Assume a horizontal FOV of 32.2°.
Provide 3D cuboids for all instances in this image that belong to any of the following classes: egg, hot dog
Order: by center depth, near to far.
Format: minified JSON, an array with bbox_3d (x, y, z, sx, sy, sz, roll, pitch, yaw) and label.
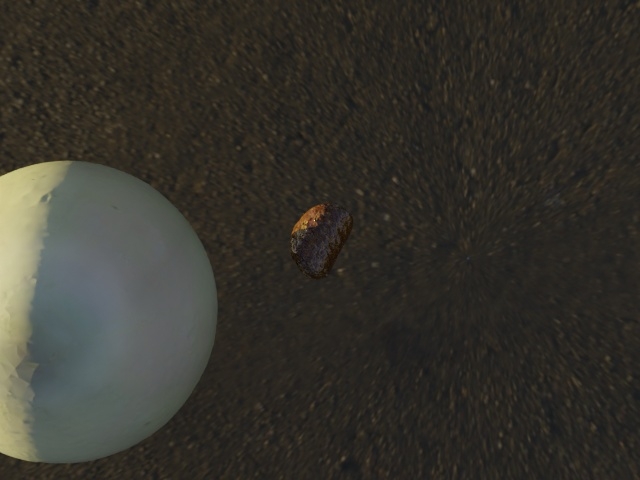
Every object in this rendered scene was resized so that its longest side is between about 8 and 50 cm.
[{"bbox_3d":[-0.232,0.067,1.026,0.283,0.345,0.283,-1,93,-12],"label":"egg"},{"bbox_3d":[0.000,0.000,1.164,0.058,0.035,0.083,37,72,-23],"label":"hot dog"}]
